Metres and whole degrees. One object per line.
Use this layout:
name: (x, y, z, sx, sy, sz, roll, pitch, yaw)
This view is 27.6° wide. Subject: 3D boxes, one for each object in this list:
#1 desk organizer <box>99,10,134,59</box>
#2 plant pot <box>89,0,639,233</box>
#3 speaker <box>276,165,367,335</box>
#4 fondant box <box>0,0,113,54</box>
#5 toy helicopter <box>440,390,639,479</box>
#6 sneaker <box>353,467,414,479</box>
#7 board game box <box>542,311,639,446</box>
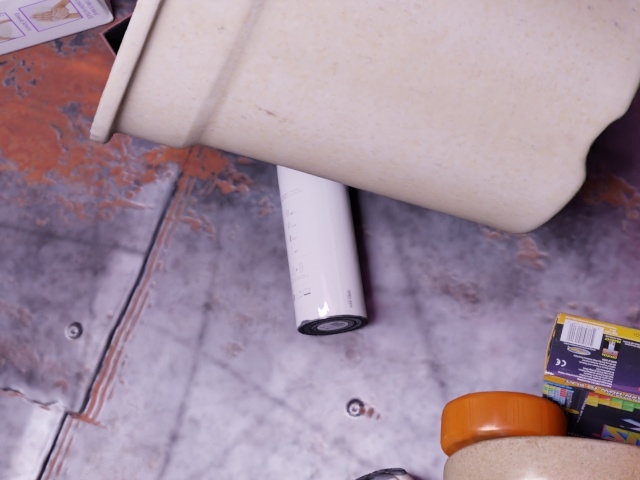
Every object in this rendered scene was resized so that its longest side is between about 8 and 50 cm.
desk organizer: (-0.110, -0.177, 1.064, 0.130, 0.050, 0.047, -33, 71, -1)
plant pot: (0.048, -0.159, 0.892, 0.305, 0.334, 0.333, 24, 77, -9)
speaker: (0.000, 0.000, 0.988, 0.055, 0.055, 0.136, -10, 71, 7)
fondant box: (-0.364, -0.261, 1.110, 0.330, 0.096, 0.238, -16, 71, 6)
toy helicopter: (0.251, 0.169, 0.800, 0.355, 0.235, 0.140, 12, 62, -13)
sneaker: (-0.038, 0.257, 0.895, 0.275, 0.107, 0.110, -26, 80, 1)
board game box: (0.233, 0.111, 0.866, 0.170, 0.141, 0.048, 12, 66, 14)
